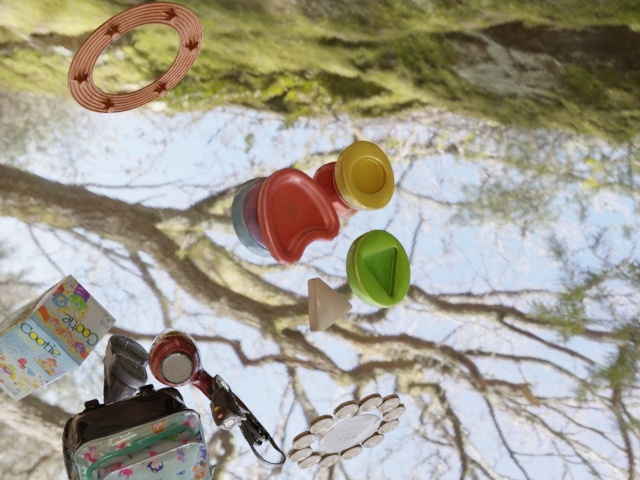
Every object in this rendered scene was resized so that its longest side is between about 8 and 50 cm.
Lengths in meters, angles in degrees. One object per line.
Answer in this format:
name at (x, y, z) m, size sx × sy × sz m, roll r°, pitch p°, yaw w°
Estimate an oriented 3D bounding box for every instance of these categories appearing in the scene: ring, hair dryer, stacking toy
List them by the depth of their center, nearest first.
hair dryer at (-0.184, 0.230, 1.357) m, size 0.080 × 0.223 × 0.293 m, roll -39°, pitch -127°, yaw -8°
stacking toy at (0.000, 0.000, 1.457) m, size 0.130 × 0.309 × 0.280 m, roll -15°, pitch -87°, yaw 48°
ring at (-0.409, -0.401, 1.990) m, size 0.336 × 0.336 × 0.032 m, roll -43°, pitch -112°, yaw 22°

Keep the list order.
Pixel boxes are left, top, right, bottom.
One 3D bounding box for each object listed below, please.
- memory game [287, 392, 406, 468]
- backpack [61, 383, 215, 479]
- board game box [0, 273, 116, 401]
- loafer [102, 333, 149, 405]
memory game at (0.038, 0.274, 1.263) m, size 0.186 × 0.186 × 0.012 m, roll -44°, pitch -127°, yaw 21°
backpack at (-0.284, 0.391, 1.423) m, size 0.191 × 0.225 × 0.254 m, roll 38°, pitch -45°, yaw 52°
board game box at (-0.583, 0.207, 1.846) m, size 0.275 × 0.144 × 0.142 m, roll -28°, pitch -159°, yaw 39°
loafer at (-0.434, 0.282, 1.909) m, size 0.095 × 0.109 × 0.302 m, roll -56°, pitch -167°, yaw 0°
